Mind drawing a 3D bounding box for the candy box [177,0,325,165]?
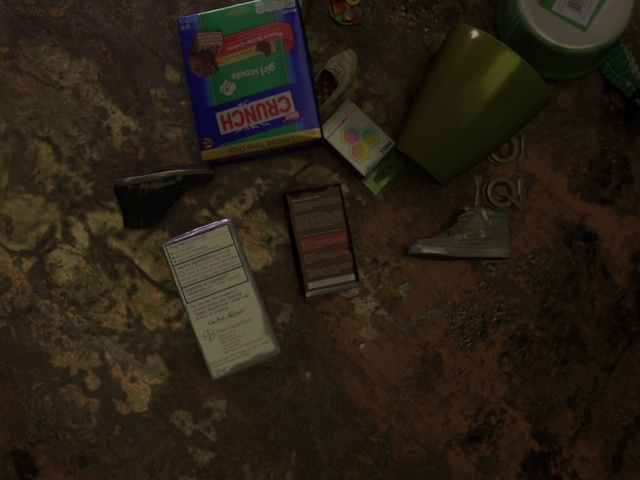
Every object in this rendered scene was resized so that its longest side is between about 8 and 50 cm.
[{"bbox_3d":[-0.147,-0.341,1.636,0.268,0.122,0.317,-11,90,6],"label":"candy box"}]

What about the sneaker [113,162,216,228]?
[{"bbox_3d":[-0.335,-0.099,1.657,0.222,0.083,0.118,-11,109,-17],"label":"sneaker"}]

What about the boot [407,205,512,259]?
[{"bbox_3d":[0.322,-0.019,1.757,0.258,0.095,0.123,1,82,-18],"label":"boot"}]

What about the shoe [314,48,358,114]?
[{"bbox_3d":[0.017,-0.350,1.725,0.076,0.058,0.219,37,82,-6],"label":"shoe"}]

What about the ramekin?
[{"bbox_3d":[0.572,-0.539,1.754,0.303,0.148,0.303,0,84,1],"label":"ramekin"}]

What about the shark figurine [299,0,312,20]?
[{"bbox_3d":[0.020,-0.604,1.702,0.116,0.278,0.166,12,50,-45],"label":"shark figurine"}]

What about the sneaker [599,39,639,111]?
[{"bbox_3d":[0.763,-0.408,1.861,0.098,0.083,0.223,-19,76,-48],"label":"sneaker"}]

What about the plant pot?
[{"bbox_3d":[0.309,-0.278,1.687,0.275,0.275,0.293,39,92,-6],"label":"plant pot"}]

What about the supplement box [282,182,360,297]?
[{"bbox_3d":[0.000,0.000,1.702,0.130,0.073,0.239,-10,90,-11],"label":"supplement box"}]

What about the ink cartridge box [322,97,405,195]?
[{"bbox_3d":[0.095,-0.213,1.731,0.209,0.062,0.109,44,81,-6],"label":"ink cartridge box"}]

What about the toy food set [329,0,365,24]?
[{"bbox_3d":[0.062,-0.542,1.759,0.083,0.020,0.082,-13,90,-10],"label":"toy food set"}]

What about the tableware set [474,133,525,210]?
[{"bbox_3d":[0.435,-0.169,1.799,0.128,0.039,0.194,3,87,-9],"label":"tableware set"}]

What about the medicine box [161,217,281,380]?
[{"bbox_3d":[-0.210,0.118,1.565,0.149,0.263,0.289,-20,92,-10],"label":"medicine box"}]
